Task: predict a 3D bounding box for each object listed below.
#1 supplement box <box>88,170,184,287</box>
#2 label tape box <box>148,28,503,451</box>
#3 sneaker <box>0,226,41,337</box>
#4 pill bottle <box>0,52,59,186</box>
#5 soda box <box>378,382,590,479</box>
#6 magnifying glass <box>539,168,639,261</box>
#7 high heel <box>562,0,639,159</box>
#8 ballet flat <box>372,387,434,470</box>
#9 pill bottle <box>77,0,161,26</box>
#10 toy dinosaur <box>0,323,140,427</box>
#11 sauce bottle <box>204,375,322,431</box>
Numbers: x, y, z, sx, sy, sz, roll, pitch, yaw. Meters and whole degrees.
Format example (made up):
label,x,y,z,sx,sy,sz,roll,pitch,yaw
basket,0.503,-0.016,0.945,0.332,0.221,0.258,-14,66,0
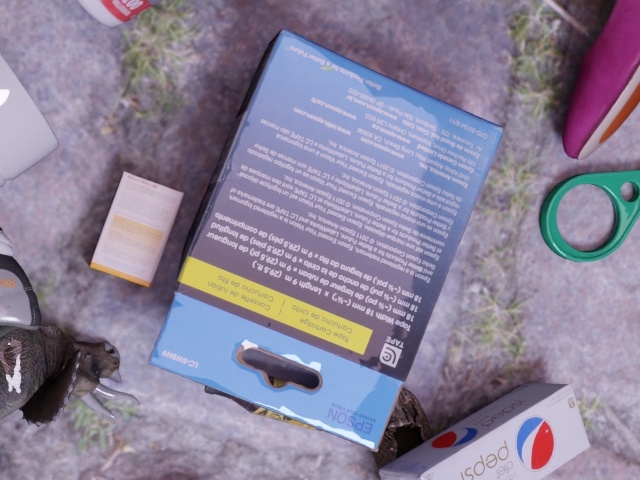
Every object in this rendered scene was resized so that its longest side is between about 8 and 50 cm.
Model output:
label,x,y,z,sx,sy,sz,roll,pitch,yaw
supplement box,-0.178,-0.011,1.139,0.062,0.036,0.098,21,86,-12
label tape box,0.000,0.000,1.145,0.241,0.106,0.333,23,86,-12
sneaker,-0.353,0.102,0.974,0.271,0.100,0.108,-36,84,2
pill bottle,-0.432,-0.044,0.984,0.392,0.224,0.224,-37,98,-10
soda box,0.165,0.214,1.167,0.216,0.069,0.073,-23,98,-33
magnifying glass,0.336,-0.057,1.266,0.231,0.026,0.092,-31,97,-9
high heel,0.302,-0.277,1.235,0.181,0.127,0.377,29,88,17
ballet flat,0.108,0.263,1.195,0.084,0.058,0.249,-20,95,-12
pill bottle,-0.111,-0.326,1.052,0.283,0.161,0.161,-29,97,7
toy dinosaur,-0.333,0.120,1.063,0.314,0.121,0.160,-16,81,-16
sauce bottle,-0.051,0.155,1.168,0.128,0.042,0.042,17,87,-10
